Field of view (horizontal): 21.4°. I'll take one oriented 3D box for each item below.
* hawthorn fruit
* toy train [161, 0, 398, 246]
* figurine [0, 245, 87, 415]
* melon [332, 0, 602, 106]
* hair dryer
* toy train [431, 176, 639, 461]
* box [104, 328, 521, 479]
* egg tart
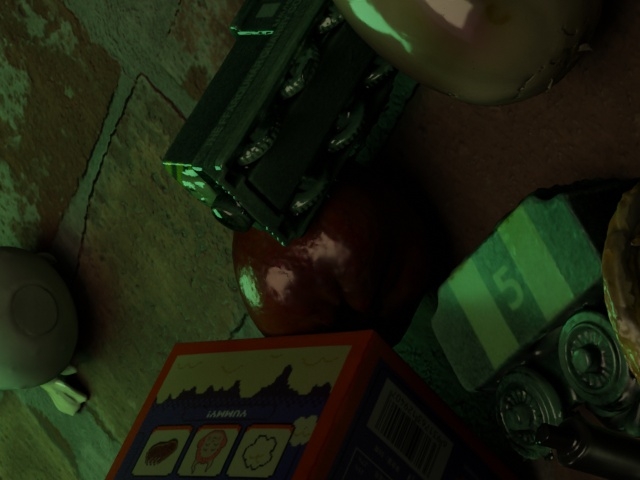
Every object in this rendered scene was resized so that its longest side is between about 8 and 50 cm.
[{"bbox_3d":[0.000,0.000,1.852,0.261,0.224,0.224,60,138,36],"label":"hawthorn fruit"},{"bbox_3d":[-0.037,-0.151,1.770,0.178,0.330,0.138,8,151,49],"label":"toy train"},{"bbox_3d":[-0.464,0.168,2.383,0.274,0.227,0.394,43,143,-14],"label":"figurine"},{"bbox_3d":[0.128,-0.261,1.614,0.317,0.223,0.223,42,129,22],"label":"melon"},{"bbox_3d":[0.288,0.242,1.648,0.284,0.156,0.320,24,127,-14],"label":"hair dryer"},{"bbox_3d":[0.253,0.078,1.670,0.299,0.166,0.238,-48,62,46],"label":"toy train"},{"bbox_3d":[-0.002,0.301,1.816,0.318,0.257,0.349,-7,137,42],"label":"box"},{"bbox_3d":[0.361,0.063,1.485,0.095,0.279,0.279,-35,81,46],"label":"egg tart"}]
